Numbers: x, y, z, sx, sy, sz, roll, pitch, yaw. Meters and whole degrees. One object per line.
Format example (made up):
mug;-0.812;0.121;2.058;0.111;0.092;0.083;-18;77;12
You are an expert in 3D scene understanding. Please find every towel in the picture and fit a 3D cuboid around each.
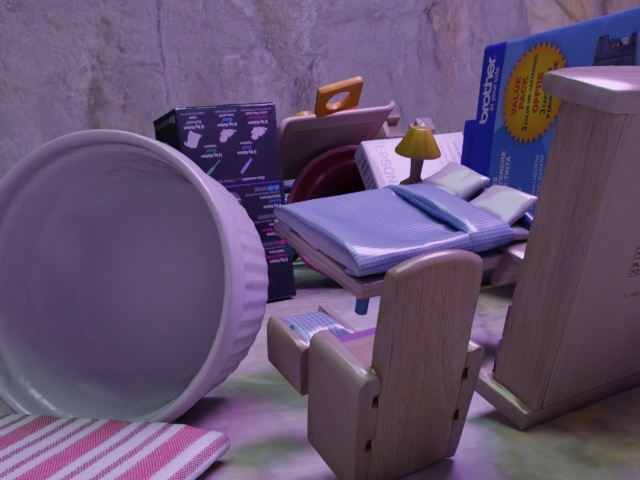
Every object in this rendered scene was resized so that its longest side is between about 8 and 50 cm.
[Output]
towel;-0.163;0.131;0.364;0.197;0.029;0.144;-2;7;19

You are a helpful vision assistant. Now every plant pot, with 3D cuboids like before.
plant pot;0.068;-0.030;1.079;0.201;0.202;0.180;-4;-10;20

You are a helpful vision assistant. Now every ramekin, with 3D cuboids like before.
ramekin;-0.136;0.032;0.495;0.207;0.207;0.109;-5;-5;16

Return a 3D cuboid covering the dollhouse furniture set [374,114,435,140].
dollhouse furniture set;0.302;-0.106;1.420;0.355;0.303;0.174;-6;-33;-17

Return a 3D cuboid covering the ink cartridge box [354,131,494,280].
ink cartridge box;0.182;-0.048;0.937;0.223;0.223;0.045;-8;-27;-19

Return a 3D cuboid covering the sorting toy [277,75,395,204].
sorting toy;-0.001;-0.155;1.046;0.195;0.047;0.348;-15;-19;-23

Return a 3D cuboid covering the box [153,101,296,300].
box;-0.140;-0.049;0.972;0.143;0.271;0.165;-8;5;-23

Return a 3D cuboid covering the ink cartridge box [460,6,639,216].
ink cartridge box;0.296;-0.090;0.745;0.151;0.270;0.395;5;4;-20

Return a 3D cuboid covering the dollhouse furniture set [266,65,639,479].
dollhouse furniture set;0.066;-0.041;0.477;0.286;0.198;0.303;-9;28;-30

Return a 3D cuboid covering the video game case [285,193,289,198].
video game case;0.064;-0.072;1.249;0.212;0.023;0.193;32;63;24

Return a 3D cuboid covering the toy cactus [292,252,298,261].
toy cactus;0.000;0.000;1.340;0.180;0.112;0.219;2;-8;-28
